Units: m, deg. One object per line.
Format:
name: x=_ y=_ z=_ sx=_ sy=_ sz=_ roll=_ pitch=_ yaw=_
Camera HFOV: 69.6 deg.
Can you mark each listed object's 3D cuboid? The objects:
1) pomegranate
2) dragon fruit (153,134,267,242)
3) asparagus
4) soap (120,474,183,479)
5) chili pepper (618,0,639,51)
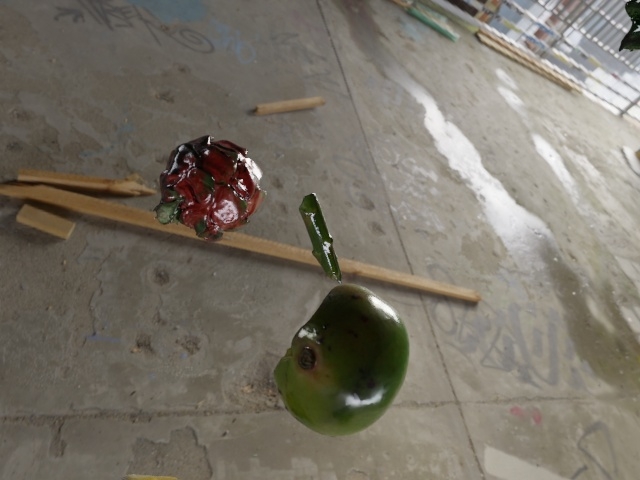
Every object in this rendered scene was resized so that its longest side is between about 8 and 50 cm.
pomegranate: x=0.086 y=0.269 z=0.980 sx=0.216 sy=0.309 sz=0.359 roll=29 pitch=3 yaw=41
dragon fruit: x=-0.185 y=-0.091 z=0.790 sx=0.182 sy=0.182 sz=0.188 roll=26 pitch=13 yaw=-17
asparagus: x=0.001 y=0.000 z=0.492 sx=0.025 sy=0.021 sz=0.108 roll=-28 pitch=112 yaw=-20
soap: x=-0.320 y=0.621 z=1.029 sx=0.259 sy=0.281 sz=0.142 roll=27 pitch=60 yaw=-25
chili pepper: x=0.578 y=-0.355 z=0.697 sx=0.061 sy=0.225 sz=0.097 roll=-40 pitch=111 yaw=-50
